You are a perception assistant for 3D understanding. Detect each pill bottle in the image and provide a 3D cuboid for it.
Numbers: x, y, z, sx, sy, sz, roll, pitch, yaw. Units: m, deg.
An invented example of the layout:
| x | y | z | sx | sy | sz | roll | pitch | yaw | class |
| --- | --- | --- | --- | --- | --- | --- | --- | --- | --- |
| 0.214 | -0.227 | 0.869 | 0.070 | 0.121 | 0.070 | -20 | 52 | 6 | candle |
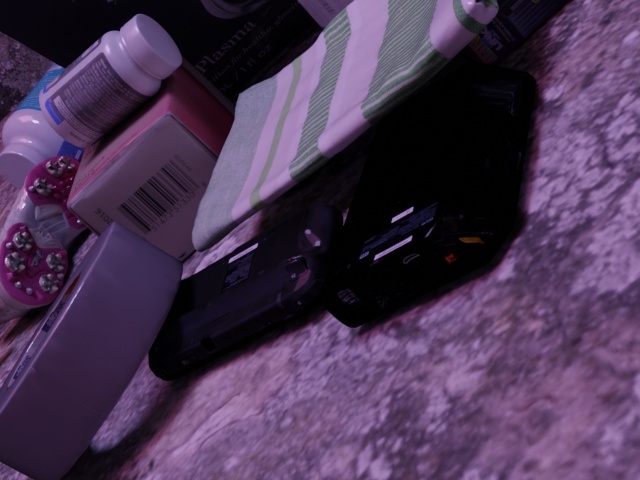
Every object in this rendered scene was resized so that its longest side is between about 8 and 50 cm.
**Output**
| x | y | z | sx | sy | sz | roll | pitch | yaw | class |
| --- | --- | --- | --- | --- | --- | --- | --- | --- | --- |
| -0.212 | -0.162 | 1.032 | 0.137 | 0.078 | 0.078 | -35 | 24 | 20 | pill bottle |
| -0.462 | -0.205 | 1.796 | 0.146 | 0.146 | 0.264 | -24 | 30 | 42 | pill bottle |

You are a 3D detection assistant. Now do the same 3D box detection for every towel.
| x | y | z | sx | sy | sz | roll | pitch | yaw | class |
| --- | --- | --- | --- | --- | --- | --- | --- | --- | --- |
| 0.021 | -0.150 | 0.879 | 0.324 | 0.038 | 0.248 | -35 | 26 | 31 | towel |

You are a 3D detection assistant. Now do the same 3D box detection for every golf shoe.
| x | y | z | sx | sy | sz | roll | pitch | yaw | class |
| --- | --- | --- | --- | --- | --- | --- | --- | --- | --- |
| -0.393 | -0.003 | 1.378 | 0.140 | 0.115 | 0.306 | -37 | 22 | 29 | golf shoe |

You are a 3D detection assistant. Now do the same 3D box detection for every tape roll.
| x | y | z | sx | sy | sz | roll | pitch | yaw | class |
| --- | --- | --- | --- | --- | --- | --- | --- | --- | --- |
| -0.203 | 0.093 | 0.861 | 0.219 | 0.072 | 0.219 | -52 | 15 | 20 | tape roll |

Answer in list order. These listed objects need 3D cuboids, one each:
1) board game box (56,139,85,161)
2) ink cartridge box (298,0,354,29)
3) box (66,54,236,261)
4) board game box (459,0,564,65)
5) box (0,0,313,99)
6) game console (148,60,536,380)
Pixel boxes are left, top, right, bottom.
| x | y | z | sx | sy | sz | roll | pitch | yaw | class |
| --- | --- | --- | --- | --- | --- | --- | --- | --- | --- |
| -0.395 | -0.116 | 1.590 | 0.136 | 0.035 | 0.201 | -61 | 13 | 16 | board game box |
| 0.061 | -0.257 | 1.034 | 0.090 | 0.092 | 0.143 | -52 | 24 | -18 | ink cartridge box |
| -0.167 | -0.087 | 1.096 | 0.148 | 0.127 | 0.232 | -41 | 23 | 12 | box |
| 0.155 | -0.222 | 0.865 | 0.141 | 0.048 | 0.170 | -44 | 22 | 9 | board game box |
| -0.184 | -0.441 | 1.198 | 0.480 | 0.471 | 0.297 | -41 | 60 | 12 | box |
| 0.000 | 0.000 | 0.767 | 0.361 | 0.044 | 0.213 | -28 | 26 | 35 | game console |
